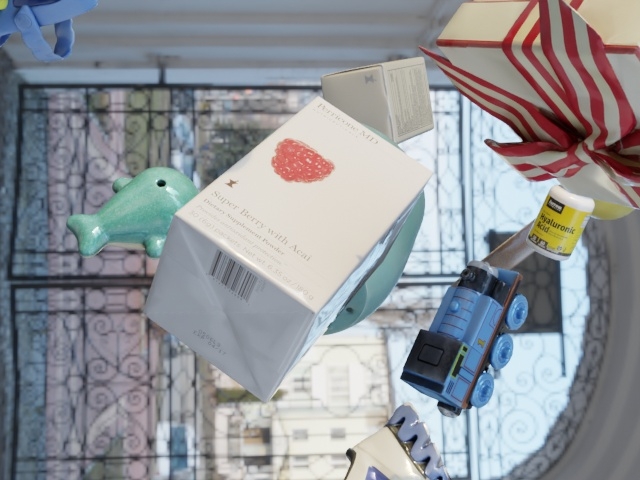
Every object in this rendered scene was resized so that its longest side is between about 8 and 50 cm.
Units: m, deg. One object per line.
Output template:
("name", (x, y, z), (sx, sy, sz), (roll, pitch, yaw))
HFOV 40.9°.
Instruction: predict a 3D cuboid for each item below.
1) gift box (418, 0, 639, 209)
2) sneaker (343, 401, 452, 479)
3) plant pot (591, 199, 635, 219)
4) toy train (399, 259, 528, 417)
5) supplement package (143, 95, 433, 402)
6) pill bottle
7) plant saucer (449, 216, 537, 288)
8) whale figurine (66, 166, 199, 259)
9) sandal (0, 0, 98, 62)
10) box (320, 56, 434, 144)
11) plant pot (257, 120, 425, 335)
("gift box", (0.256, -0.170, 0.697), (0.258, 0.276, 0.255), (-55, -154, -7))
("sneaker", (0.120, 0.400, 1.208), (0.315, 0.182, 0.127), (61, -3, 38))
("plant pot", (0.456, -0.102, 1.406), (0.095, 0.134, 0.134), (0, 88, -54))
("toy train", (0.167, 0.106, 0.962), (0.105, 0.080, 0.184), (38, 74, -44))
("supplement package", (-0.031, -0.001, 0.978), (0.293, 0.178, 0.175), (-48, 168, -45))
("pill bottle", (0.332, -0.037, 1.167), (0.065, 0.065, 0.116), (-99, -153, -67))
("plant saucer", (0.374, 0.010, 1.597), (0.050, 0.311, 0.310), (53, -10, 9))
("whale figurine", (-0.371, -0.059, 1.738), (0.216, 0.272, 0.141), (59, -28, 27))
("sandal", (-0.341, -0.344, 1.099), (0.317, 0.138, 0.126), (-39, -156, 42))
("box", (0.113, -0.258, 1.621), (0.232, 0.127, 0.148), (-29, 111, -61))
("plant pot", (0.000, 0.000, 1.280), (0.235, 0.293, 0.293), (-73, 168, -52))
